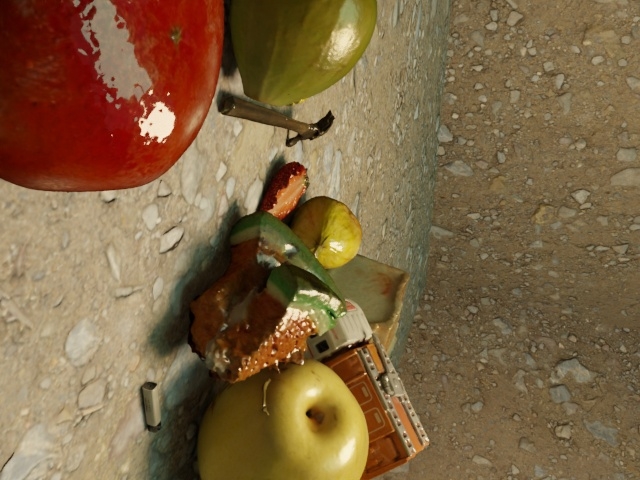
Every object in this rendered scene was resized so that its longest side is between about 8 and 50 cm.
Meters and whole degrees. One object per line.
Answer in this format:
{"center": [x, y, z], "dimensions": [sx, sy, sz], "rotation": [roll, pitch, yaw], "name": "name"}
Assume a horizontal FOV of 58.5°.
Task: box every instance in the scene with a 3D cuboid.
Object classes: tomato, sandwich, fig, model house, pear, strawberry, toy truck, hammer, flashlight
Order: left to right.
{"center": [-0.183, -0.191, 0.524], "dimensions": [0.338, 0.144, 0.338], "rotation": [11, 90, -71], "name": "tomato"}
{"center": [-0.244, 0.243, 0.832], "dimensions": [0.018, 0.018, 0.083], "rotation": [-52, 150, -57], "name": "flashlight"}
{"center": [-0.079, 0.099, 0.904], "dimensions": [0.250, 0.162, 0.301], "rotation": [54, 45, -14], "name": "sandwich"}
{"center": [-0.075, -0.203, 0.972], "dimensions": [0.297, 0.125, 0.027], "rotation": [-4, 71, -63], "name": "hammer"}
{"center": [-0.073, -0.091, 1.092], "dimensions": [0.152, 0.048, 0.104], "rotation": [-46, 154, -33], "name": "strawberry"}
{"center": [-0.060, 0.348, 0.993], "dimensions": [0.309, 0.309, 0.309], "rotation": [13, 90, -73], "name": "pear"}
{"center": [-0.029, -0.311, 0.822], "dimensions": [0.207, 0.207, 0.230], "rotation": [-61, 175, -42], "name": "fig"}
{"center": [0.000, 0.000, 1.153], "dimensions": [0.257, 0.159, 0.159], "rotation": [-70, 168, -74], "name": "fig"}
{"center": [0.058, 0.303, 1.207], "dimensions": [0.173, 0.207, 0.387], "rotation": [4, 57, -61], "name": "toy truck"}
{"center": [0.085, 0.236, 1.519], "dimensions": [0.312, 0.245, 0.280], "rotation": [-50, 156, -55], "name": "model house"}

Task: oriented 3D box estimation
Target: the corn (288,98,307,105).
{"center": [-0.011, -0.335, 1.029], "dimensions": [0.093, 0.093, 0.244], "rotation": [83, 27, -47], "name": "corn"}
